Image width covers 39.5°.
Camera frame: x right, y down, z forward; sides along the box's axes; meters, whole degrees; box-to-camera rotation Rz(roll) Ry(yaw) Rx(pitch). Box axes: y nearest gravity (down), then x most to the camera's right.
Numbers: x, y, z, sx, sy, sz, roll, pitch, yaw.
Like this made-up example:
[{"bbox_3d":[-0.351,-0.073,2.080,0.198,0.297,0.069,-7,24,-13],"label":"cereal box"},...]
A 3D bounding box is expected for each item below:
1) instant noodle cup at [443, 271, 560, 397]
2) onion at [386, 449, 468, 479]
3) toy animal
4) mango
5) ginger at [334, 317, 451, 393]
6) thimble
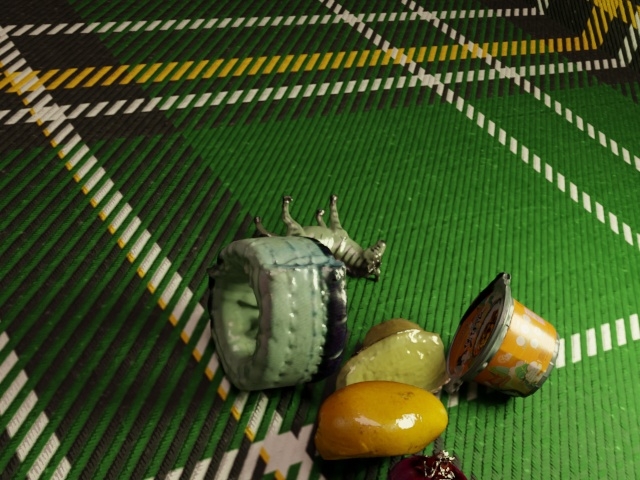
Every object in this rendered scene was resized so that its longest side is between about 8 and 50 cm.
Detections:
[{"bbox_3d":[0.295,0.170,1.411,0.125,0.208,0.177,28,7,-8],"label":"instant noodle cup"},{"bbox_3d":[0.144,0.324,1.175,0.115,0.104,0.115,19,15,-5],"label":"onion"},{"bbox_3d":[0.000,0.003,1.605,0.217,0.073,0.176,-5,54,-20],"label":"toy animal"},{"bbox_3d":[0.090,0.248,1.246,0.217,0.102,0.141,0,-4,-34],"label":"mango"},{"bbox_3d":[0.088,0.186,1.372,0.193,0.115,0.122,-17,23,-27],"label":"ginger"},{"bbox_3d":[-0.062,0.099,1.296,0.150,0.237,0.237,-5,39,-28],"label":"thimble"}]
